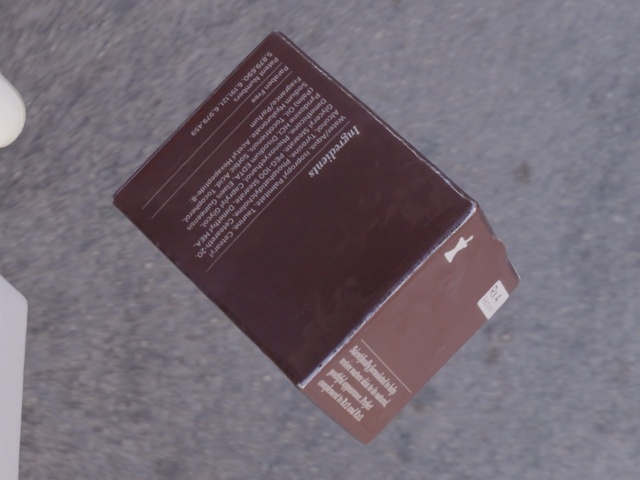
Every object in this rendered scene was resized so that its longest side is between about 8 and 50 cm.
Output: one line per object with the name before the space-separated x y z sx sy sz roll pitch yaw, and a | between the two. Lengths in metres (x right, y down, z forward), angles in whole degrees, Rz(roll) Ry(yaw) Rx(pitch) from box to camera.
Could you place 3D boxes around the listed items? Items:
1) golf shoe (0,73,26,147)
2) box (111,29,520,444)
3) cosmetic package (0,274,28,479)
golf shoe | -0.246 -0.083 1.030 0.176 0.086 0.069 18 107 -36
box | 0.000 0.000 1.210 0.167 0.168 0.203 -45 64 -3
cosmetic package | -0.310 0.194 1.007 0.230 0.453 0.161 -26 131 16
